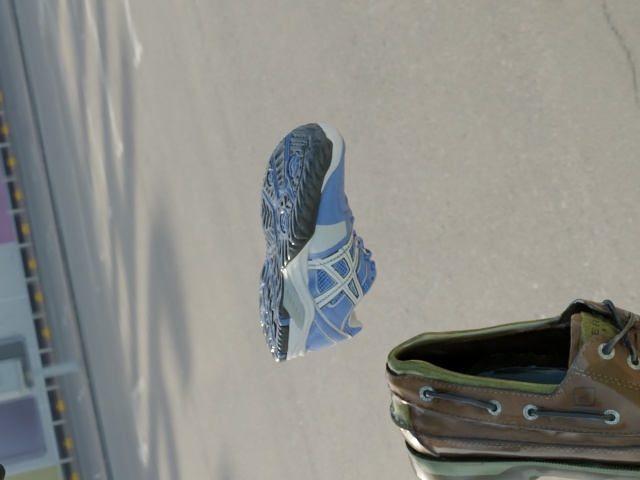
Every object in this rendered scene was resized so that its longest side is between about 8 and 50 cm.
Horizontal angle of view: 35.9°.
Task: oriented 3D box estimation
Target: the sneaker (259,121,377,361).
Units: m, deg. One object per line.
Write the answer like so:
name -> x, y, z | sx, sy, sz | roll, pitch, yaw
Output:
sneaker -> 0.000, 0.000, 0.770 | 0.080, 0.081, 0.211 | -117, 27, -47

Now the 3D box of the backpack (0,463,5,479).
backpack -> -0.331, 0.164, 0.655 | 0.188, 0.144, 0.166 | 34, -174, -46

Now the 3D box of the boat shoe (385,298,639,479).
boat shoe -> 0.193, 0.098, 0.677 | 0.110, 0.307, 0.104 | -69, -37, -62
